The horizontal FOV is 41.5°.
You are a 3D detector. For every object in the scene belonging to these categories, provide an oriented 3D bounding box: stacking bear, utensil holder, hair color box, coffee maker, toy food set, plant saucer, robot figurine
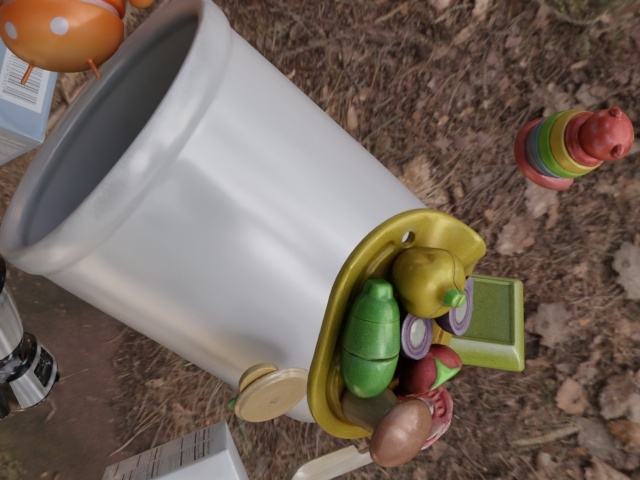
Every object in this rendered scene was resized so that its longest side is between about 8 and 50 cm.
[{"bbox_3d":[0.570,-0.216,1.854,0.164,0.289,0.175,5,85,-20],"label":"stacking bear"},{"bbox_3d":[-0.091,-0.016,0.928,0.385,0.327,0.327,38,83,-28],"label":"utensil holder"},{"bbox_3d":[-0.598,-0.230,1.482,0.113,0.374,0.185,21,68,-39],"label":"hair color box"},{"bbox_3d":[-0.401,0.108,0.946,0.171,0.178,0.120,13,48,20],"label":"coffee maker"},{"bbox_3d":[0.062,0.091,0.575,0.128,0.071,0.218,-3,116,-38],"label":"toy food set"},{"bbox_3d":[-0.048,0.146,0.811,0.083,0.082,0.020,-2,46,-37],"label":"toy food set"},{"bbox_3d":[0.284,0.133,1.541,0.188,0.045,0.188,8,60,-1],"label":"plant saucer"},{"bbox_3d":[-0.256,-0.265,0.845,0.158,0.128,0.219,3,84,-32],"label":"robot figurine"}]

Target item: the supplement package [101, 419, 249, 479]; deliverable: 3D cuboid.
[{"bbox_3d":[-0.272,0.515,1.657,0.263,0.198,0.199,-21,97,-5],"label":"supplement package"}]
